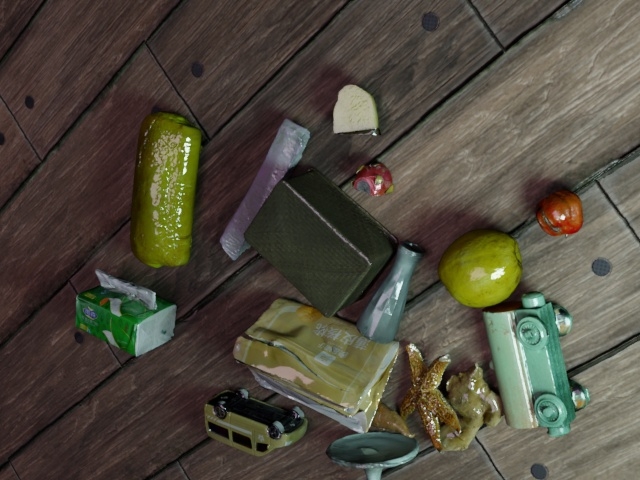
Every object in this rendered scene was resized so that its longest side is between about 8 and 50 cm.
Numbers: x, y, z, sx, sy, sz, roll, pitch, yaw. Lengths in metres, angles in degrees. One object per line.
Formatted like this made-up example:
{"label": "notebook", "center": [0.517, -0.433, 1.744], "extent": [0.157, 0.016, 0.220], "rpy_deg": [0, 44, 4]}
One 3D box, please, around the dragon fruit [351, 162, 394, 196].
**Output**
{"label": "dragon fruit", "center": [0.108, -0.129, 1.832], "extent": [0.083, 0.056, 0.060], "rpy_deg": [26, 115, 26]}

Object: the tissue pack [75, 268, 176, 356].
{"label": "tissue pack", "center": [-0.485, 0.165, 2.221], "extent": [0.209, 0.148, 0.156], "rpy_deg": [20, 114, 27]}

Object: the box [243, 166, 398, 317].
{"label": "box", "center": [0.001, 0.000, 1.881], "extent": [0.273, 0.143, 0.184], "rpy_deg": [43, 120, 15]}

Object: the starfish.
{"label": "starfish", "center": [0.218, 0.330, 1.860], "extent": [0.240, 0.043, 0.227], "rpy_deg": [-62, 40, 45]}

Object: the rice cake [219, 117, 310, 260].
{"label": "rice cake", "center": [-0.124, -0.110, 1.981], "extent": [0.072, 0.056, 0.365], "rpy_deg": [37, 119, 13]}

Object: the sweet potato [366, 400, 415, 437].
{"label": "sweet potato", "center": [0.125, 0.384, 1.948], "extent": [0.206, 0.060, 0.068], "rpy_deg": [19, 144, 41]}

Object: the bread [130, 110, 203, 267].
{"label": "bread", "center": [-0.377, -0.113, 2.106], "extent": [0.166, 0.112, 0.384], "rpy_deg": [19, 111, 27]}

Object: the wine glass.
{"label": "wine glass", "center": [0.122, 0.636, 1.910], "extent": [0.267, 0.267, 0.406], "rpy_deg": [-2, 96, 32]}

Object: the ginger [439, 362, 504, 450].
{"label": "ginger", "center": [0.294, 0.350, 1.838], "extent": [0.133, 0.059, 0.214], "rpy_deg": [46, 123, 5]}

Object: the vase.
{"label": "vase", "center": [0.151, 0.105, 1.853], "extent": [0.086, 0.086, 0.214], "rpy_deg": [30, 112, 22]}

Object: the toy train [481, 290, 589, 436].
{"label": "toy train", "center": [0.403, 0.239, 1.718], "extent": [0.177, 0.116, 0.285], "rpy_deg": [-8, 99, 45]}

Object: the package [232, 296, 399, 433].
{"label": "package", "center": [-0.020, 0.264, 1.919], "extent": [0.311, 0.165, 0.221], "rpy_deg": [21, 90, 26]}

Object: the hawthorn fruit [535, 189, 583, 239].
{"label": "hawthorn fruit", "center": [0.441, -0.045, 1.630], "extent": [0.093, 0.093, 0.093], "rpy_deg": [8, 106, 30]}

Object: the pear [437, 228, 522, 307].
{"label": "pear", "center": [0.311, 0.052, 1.699], "extent": [0.162, 0.149, 0.149], "rpy_deg": [-28, 87, 33]}

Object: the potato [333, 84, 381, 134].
{"label": "potato", "center": [0.079, -0.266, 1.812], "extent": [0.096, 0.066, 0.103], "rpy_deg": [5, 100, 16]}

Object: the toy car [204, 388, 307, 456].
{"label": "toy car", "center": [-0.153, 0.444, 2.114], "extent": [0.256, 0.101, 0.124], "rpy_deg": [14, 114, 30]}
